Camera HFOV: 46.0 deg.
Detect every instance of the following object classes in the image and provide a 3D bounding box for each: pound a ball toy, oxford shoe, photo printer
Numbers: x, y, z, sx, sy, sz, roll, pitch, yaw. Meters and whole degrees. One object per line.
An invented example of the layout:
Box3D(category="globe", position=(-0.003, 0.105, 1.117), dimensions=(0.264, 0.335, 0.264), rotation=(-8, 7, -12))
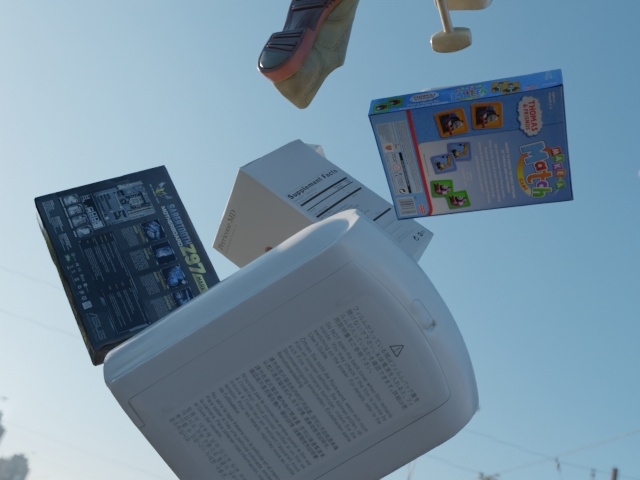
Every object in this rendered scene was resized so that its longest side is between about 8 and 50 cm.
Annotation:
Box3D(category="pound a ball toy", position=(0.271, -0.530, 1.373), dimensions=(0.135, 0.208, 0.319), rotation=(2, -42, 14))
Box3D(category="oxford shoe", position=(0.006, -0.406, 1.452), dimensions=(0.123, 0.348, 0.130), rotation=(13, -28, 43))
Box3D(category="photo printer", position=(-0.014, 0.133, 0.740), dimensions=(0.307, 0.107, 0.256), rotation=(-33, -74, 6))

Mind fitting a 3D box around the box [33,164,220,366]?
Box3D(category="box", position=(-0.247, 0.025, 0.986), dimensions=(0.183, 0.233, 0.059), rotation=(-19, -22, -26))

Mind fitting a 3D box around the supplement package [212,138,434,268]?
Box3D(category="supplement package", position=(0.000, 0.000, 1.244), dimensions=(0.293, 0.175, 0.178), rotation=(36, -52, 15))

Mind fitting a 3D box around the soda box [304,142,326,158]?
Box3D(category="soda box", position=(-0.070, -0.146, 1.848), dimensions=(0.073, 0.216, 0.069), rotation=(12, -38, 35))

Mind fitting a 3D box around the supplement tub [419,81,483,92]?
Box3D(category="supplement tub", position=(0.331, -0.224, 1.656), dimensions=(0.331, 0.241, 0.241), rotation=(-4, -32, 11))

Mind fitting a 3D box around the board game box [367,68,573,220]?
Box3D(category="board game box", position=(0.177, -0.104, 0.872), dimensions=(0.211, 0.039, 0.160), rotation=(-5, -49, 18))
